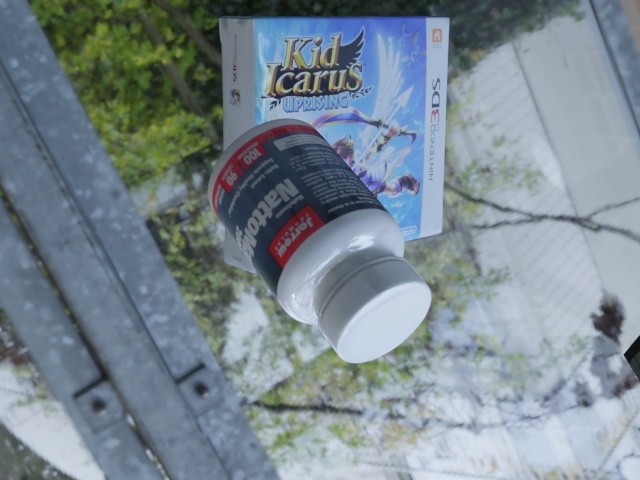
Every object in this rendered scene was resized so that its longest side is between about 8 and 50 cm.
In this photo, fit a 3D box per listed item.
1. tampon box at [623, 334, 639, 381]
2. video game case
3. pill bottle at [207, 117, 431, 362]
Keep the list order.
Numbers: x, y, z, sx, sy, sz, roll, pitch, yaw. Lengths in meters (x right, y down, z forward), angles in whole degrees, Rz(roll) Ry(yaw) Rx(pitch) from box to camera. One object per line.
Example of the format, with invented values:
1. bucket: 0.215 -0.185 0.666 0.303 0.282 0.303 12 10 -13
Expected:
1. tampon box: 0.531 0.148 1.303 0.120 0.161 0.101 6 -139 -25
2. video game case: 0.022 -0.110 0.976 0.269 0.244 0.061 -12 -162 -39
3. pill bottle: 0.000 0.000 0.708 0.108 0.108 0.180 -29 -125 -15
